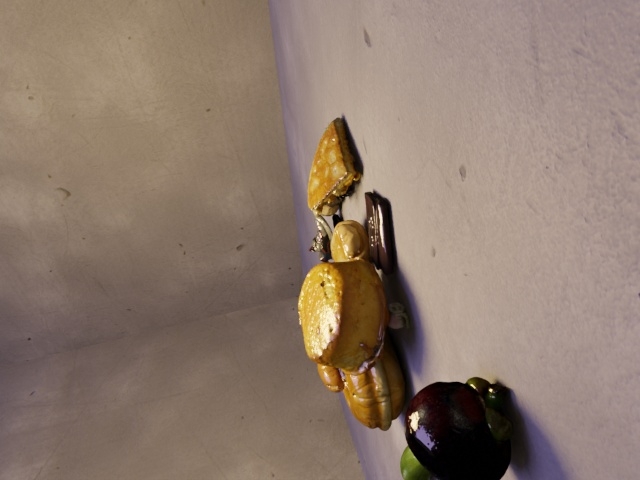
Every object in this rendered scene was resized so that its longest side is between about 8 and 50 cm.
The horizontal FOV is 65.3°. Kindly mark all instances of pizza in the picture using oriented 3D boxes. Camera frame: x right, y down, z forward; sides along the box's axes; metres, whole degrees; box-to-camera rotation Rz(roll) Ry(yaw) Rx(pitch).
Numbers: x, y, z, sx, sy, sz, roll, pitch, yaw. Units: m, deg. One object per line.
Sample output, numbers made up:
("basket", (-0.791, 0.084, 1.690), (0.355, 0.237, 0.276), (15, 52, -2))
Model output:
("pizza", (0.026, -0.258, 1.764), (0.258, 0.087, 0.268), (-40, 52, 42))

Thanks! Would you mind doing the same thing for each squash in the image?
("squash", (0.302, 0.672, 1.524), (0.395, 0.107, 0.107), (87, 167, -54))

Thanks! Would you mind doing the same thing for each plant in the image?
("plant", (0.061, -0.183, 1.858), (0.143, 0.094, 0.092), (-50, 13, 54))

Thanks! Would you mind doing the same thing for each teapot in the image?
("teapot", (0.235, 0.229, 1.505), (0.083, 0.064, 0.064), (24, 126, 39))

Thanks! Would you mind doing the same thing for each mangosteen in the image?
("mangosteen", (0.275, 0.370, 0.993), (0.216, 0.216, 0.216), (167, 90, -82))

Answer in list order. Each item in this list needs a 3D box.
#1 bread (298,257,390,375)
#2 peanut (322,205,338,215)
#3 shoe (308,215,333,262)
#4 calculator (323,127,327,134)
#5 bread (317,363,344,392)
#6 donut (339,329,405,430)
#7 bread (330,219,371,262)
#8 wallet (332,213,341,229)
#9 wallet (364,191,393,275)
("bread", (0.062, 0.236, 1.560), (0.358, 0.204, 0.337), (-108, 32, -42))
("peanut", (0.026, -0.176, 2.046), (0.257, 0.123, 0.123), (101, 155, -75))
("shoe", (0.000, 0.000, 2.144), (0.099, 0.125, 0.227), (-104, -9, -69))
("calculator", (0.037, -0.400, 1.989), (0.153, 0.021, 0.095), (-122, 22, -66))
("bread", (0.031, 0.474, 1.808), (0.189, 0.077, 0.114), (-112, 15, -61))
("donut", (0.167, 0.461, 1.810), (0.449, 0.198, 0.449), (166, 90, -83))
("bread", (0.113, 0.036, 1.786), (0.311, 0.121, 0.173), (103, 150, -72))
("wallet", (0.108, 0.049, 2.094), (0.318, 0.045, 0.172), (-107, 8, -46))
("wallet", (0.176, -0.027, 1.531), (0.182, 0.049, 0.229), (-116, 17, -69))
